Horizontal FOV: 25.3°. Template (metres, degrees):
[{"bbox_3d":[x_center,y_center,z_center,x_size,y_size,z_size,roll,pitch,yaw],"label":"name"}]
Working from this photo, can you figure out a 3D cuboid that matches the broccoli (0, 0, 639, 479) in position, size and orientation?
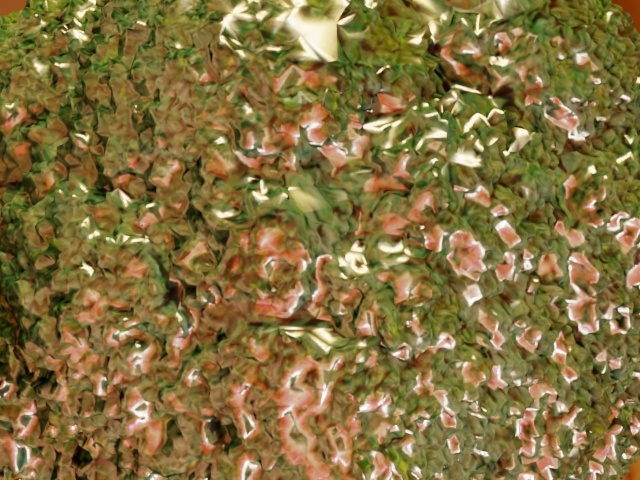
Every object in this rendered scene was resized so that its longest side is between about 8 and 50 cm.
[{"bbox_3d":[0.000,0.000,0.548,0.297,0.297,0.297,-95,-8,-57],"label":"broccoli"}]
